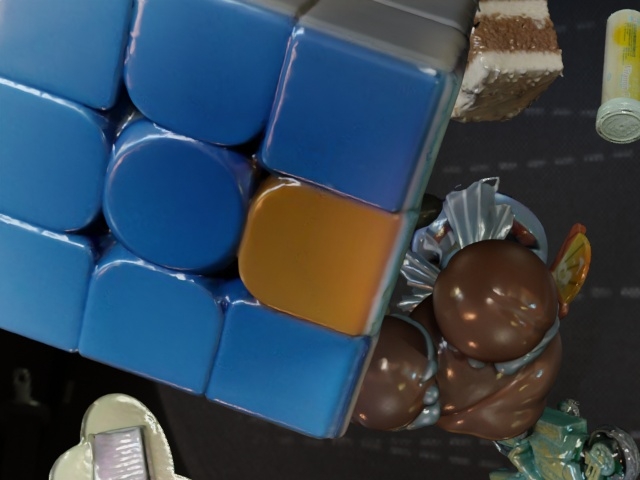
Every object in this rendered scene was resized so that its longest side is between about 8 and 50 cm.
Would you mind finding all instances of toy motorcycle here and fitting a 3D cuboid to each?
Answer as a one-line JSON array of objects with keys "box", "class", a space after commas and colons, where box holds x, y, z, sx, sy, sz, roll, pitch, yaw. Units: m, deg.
[{"box": [0.341, 0.328, 1.374, 0.109, 0.198, 0.296, -7, -172, -27], "class": "toy motorcycle"}]

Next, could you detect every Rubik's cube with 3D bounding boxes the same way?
[{"box": [-0.062, -0.079, 0.736, 0.292, 0.291, 0.290, 18, 118, 3], "class": "Rubik's cube"}]

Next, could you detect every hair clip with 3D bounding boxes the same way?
[{"box": [-0.176, 0.245, 0.929, 0.159, 0.218, 0.071, -7, 144, -13], "class": "hair clip"}]

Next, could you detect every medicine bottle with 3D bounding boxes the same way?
[{"box": [0.452, -0.248, 1.448, 0.074, 0.218, 0.074, 10, 145, 7], "class": "medicine bottle"}]

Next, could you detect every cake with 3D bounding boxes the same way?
[{"box": [0.210, -0.232, 1.195, 0.135, 0.147, 0.135, -9, 157, -25], "class": "cake"}]

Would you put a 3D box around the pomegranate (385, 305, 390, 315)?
[{"box": [0.010, 0.047, 1.531, 0.242, 0.242, 0.306, -21, 111, 42], "class": "pomegranate"}]

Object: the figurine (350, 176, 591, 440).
[{"box": [0.180, 0.076, 1.154, 0.277, 0.388, 0.248, -39, 107, 25], "class": "figurine"}]

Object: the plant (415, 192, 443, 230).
[{"box": [0.000, 0.002, 1.047, 0.146, 0.274, 0.149, 50, 176, -12], "class": "plant"}]
